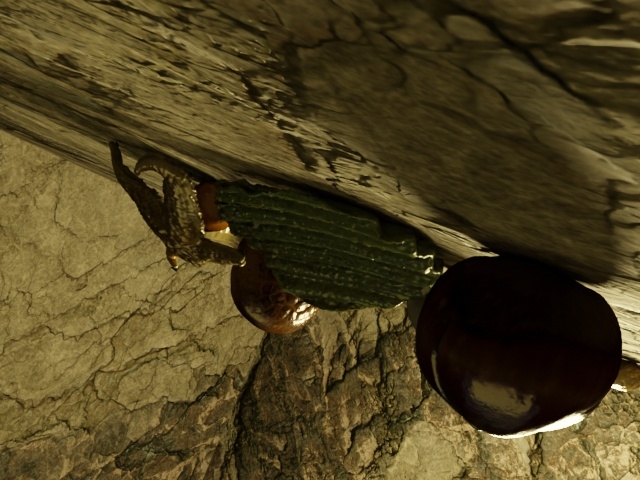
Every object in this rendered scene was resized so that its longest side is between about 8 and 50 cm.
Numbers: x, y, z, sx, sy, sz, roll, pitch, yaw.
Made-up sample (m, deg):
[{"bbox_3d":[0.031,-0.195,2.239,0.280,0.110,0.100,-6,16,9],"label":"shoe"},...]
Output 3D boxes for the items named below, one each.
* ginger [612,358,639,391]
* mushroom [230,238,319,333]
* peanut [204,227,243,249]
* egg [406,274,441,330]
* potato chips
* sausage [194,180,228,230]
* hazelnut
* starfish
[{"bbox_3d":[0.630,0.282,1.408,0.190,0.069,0.095,20,153,38],"label":"ginger"},{"bbox_3d":[-0.088,0.086,1.398,0.253,0.253,0.153,26,160,-38],"label":"mushroom"},{"bbox_3d":[-0.201,-0.021,1.556,0.274,0.111,0.125,23,-150,-33],"label":"peanut"},{"bbox_3d":[0.243,0.136,1.100,0.198,0.146,0.146,30,174,-9],"label":"egg"},{"bbox_3d":[0.006,0.018,1.024,0.429,0.070,0.358,8,151,39],"label":"potato chips"},{"bbox_3d":[-0.237,-0.069,1.325,0.105,0.105,0.274,24,174,-16],"label":"sausage"},{"bbox_3d":[0.220,0.126,0.739,0.229,0.229,0.229,22,175,2],"label":"hazelnut"},{"bbox_3d":[-0.302,-0.050,1.220,0.324,0.082,0.432,55,160,-22],"label":"starfish"}]
